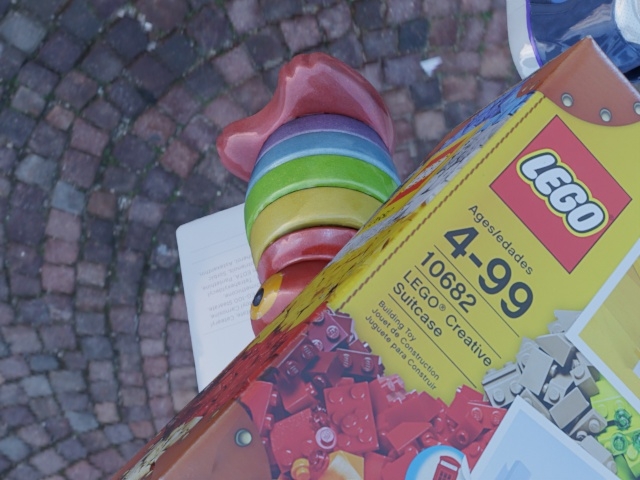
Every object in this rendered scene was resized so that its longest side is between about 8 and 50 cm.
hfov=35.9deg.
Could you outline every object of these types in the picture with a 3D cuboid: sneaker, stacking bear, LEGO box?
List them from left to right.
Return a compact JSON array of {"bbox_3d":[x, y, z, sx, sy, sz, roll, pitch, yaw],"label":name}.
[{"bbox_3d":[0.000,0.000,0.903,0.164,0.289,0.175,27,132,-28],"label":"stacking bear"},{"bbox_3d":[0.176,0.197,0.609,0.500,0.372,0.193,47,156,-5],"label":"LEGO box"},{"bbox_3d":[0.335,-0.332,1.138,0.236,0.322,0.130,-18,146,35],"label":"sneaker"}]

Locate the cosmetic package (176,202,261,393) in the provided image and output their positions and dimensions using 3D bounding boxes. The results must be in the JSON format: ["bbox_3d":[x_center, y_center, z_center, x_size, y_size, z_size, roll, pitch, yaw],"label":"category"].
[{"bbox_3d":[0.000,0.151,1.612,0.328,0.393,0.329,-19,155,15],"label":"cosmetic package"}]
